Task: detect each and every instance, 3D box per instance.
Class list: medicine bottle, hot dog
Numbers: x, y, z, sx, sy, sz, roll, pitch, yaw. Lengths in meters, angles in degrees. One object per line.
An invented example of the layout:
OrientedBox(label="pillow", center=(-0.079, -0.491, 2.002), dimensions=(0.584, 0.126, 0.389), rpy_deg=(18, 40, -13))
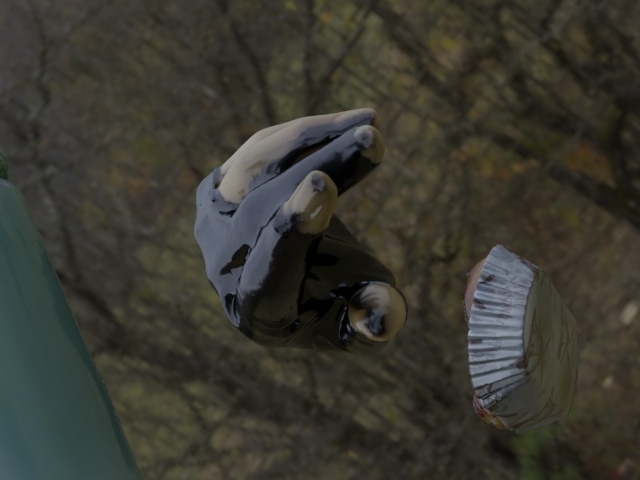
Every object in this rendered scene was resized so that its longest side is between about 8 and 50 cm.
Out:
OrientedBox(label="medicine bottle", center=(-0.194, 0.081, 0.818), dimensions=(0.158, 0.318, 0.158), rpy_deg=(-23, -16, -7))
OrientedBox(label="hot dog", center=(0.115, 0.062, 0.924), dimensions=(0.192, 0.053, 0.099), rpy_deg=(36, -117, -69))

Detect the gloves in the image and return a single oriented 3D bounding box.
OrientedBox(label="gloves", center=(-0.006, 0.005, 1.150), dimensions=(0.152, 0.197, 0.301), rpy_deg=(-31, -15, -22))
